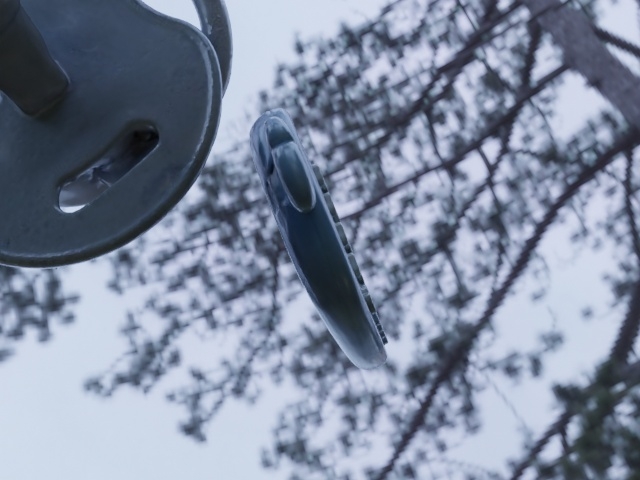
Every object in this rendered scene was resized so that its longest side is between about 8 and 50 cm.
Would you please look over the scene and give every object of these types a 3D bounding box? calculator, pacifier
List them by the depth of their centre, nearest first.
[{"bbox_3d":[-0.185,-0.129,0.919,0.238,0.287,0.226,-38,-23,-1],"label":"pacifier"},{"bbox_3d":[0.000,0.000,1.170,0.042,0.188,0.303,-23,-29,4],"label":"calculator"}]
